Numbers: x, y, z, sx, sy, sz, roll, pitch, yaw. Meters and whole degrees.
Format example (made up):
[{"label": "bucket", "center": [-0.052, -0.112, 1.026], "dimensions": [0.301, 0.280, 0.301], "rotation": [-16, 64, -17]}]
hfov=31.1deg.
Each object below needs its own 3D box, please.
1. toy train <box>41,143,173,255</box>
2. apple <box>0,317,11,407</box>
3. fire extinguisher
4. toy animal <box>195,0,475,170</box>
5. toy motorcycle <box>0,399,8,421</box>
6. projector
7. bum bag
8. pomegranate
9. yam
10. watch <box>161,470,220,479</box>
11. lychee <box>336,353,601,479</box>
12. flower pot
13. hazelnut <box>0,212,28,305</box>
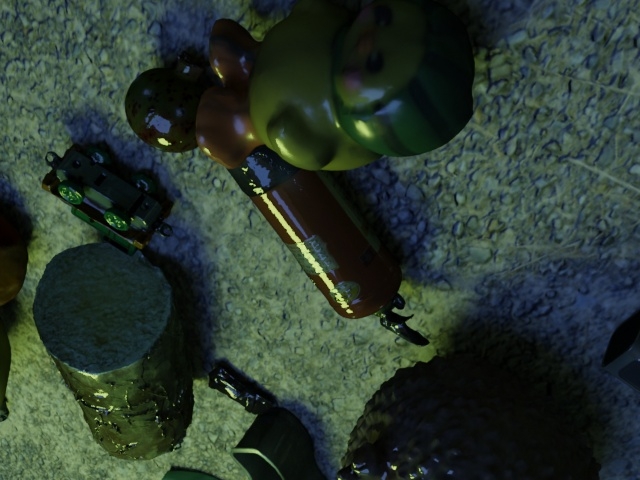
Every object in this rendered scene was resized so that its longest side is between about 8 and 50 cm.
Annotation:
[{"label": "toy train", "center": [-0.328, -0.058, 1.767], "dimensions": [0.227, 0.091, 0.136], "rotation": [30, 149, 3]}, {"label": "apple", "center": [-0.743, 0.206, 2.139], "dimensions": [0.311, 0.320, 0.360], "rotation": [1, 152, -23]}, {"label": "fire extinguisher", "center": [0.009, -0.006, 1.617], "dimensions": [0.376, 0.113, 0.200], "rotation": [53, 178, -20]}, {"label": "toy animal", "center": [0.030, -0.178, 1.358], "dimensions": [0.338, 0.216, 0.191], "rotation": [-5, 154, 31]}, {"label": "toy motorcycle", "center": [-0.725, 0.341, 2.384], "dimensions": [0.193, 0.061, 0.124], "rotation": [16, 140, -36]}, {"label": "projector", "center": [0.428, 0.149, 1.499], "dimensions": [0.082, 0.083, 0.083], "rotation": [35, 138, -3]}, {"label": "bum bag", "center": [-0.142, 0.263, 2.002], "dimensions": [0.124, 0.034, 0.058], "rotation": [35, 125, -3]}, {"label": "pomegranate", "center": [-0.200, -0.180, 1.546], "dimensions": [0.130, 0.130, 0.130], "rotation": [17, 137, 17]}, {"label": "yam", "center": [-0.328, 0.197, 1.908], "dimensions": [0.241, 0.241, 0.348], "rotation": [14, 141, 20]}, {"label": "watch", "center": [-0.249, 0.555, 2.334], "dimensions": [0.195, 0.068, 0.237], "rotation": [26, 135, 4]}, {"label": "lychee", "center": [0.205, 0.356, 1.636], "dimensions": [0.432, 0.380, 0.380], "rotation": [19, 149, -34]}, {"label": "flower pot", "center": [-0.069, 0.409, 2.045], "dimensions": [0.103, 0.108, 0.229], "rotation": [3, 130, 30]}, {"label": "hazelnut", "center": [-0.602, 0.033, 1.972], "dimensions": [0.186, 0.210, 0.210], "rotation": [23, 149, -37]}]
